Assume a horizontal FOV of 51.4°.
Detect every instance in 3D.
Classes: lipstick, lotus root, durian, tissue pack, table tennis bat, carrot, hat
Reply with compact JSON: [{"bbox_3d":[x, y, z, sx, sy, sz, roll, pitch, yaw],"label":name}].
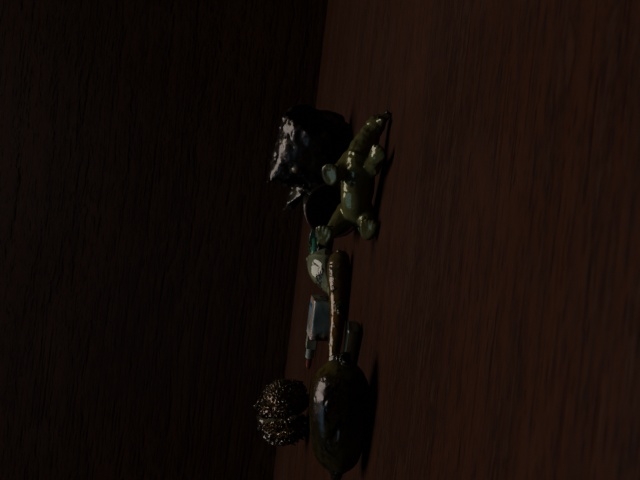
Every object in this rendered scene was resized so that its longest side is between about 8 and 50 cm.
[{"bbox_3d":[-0.028,0.304,1.871,0.030,0.030,0.129,-102,20,-76],"label":"lipstick"},{"bbox_3d":[0.025,0.243,0.929,0.081,0.089,0.179,-1,-85,-51],"label":"lotus root"},{"bbox_3d":[-0.094,0.475,1.841,0.196,0.167,0.195,166,90,-70],"label":"durian"},{"bbox_3d":[0.002,0.173,1.500,0.074,0.059,0.094,-120,37,-78],"label":"tissue pack"},{"bbox_3d":[0.037,0.274,1.153,0.173,0.023,0.300,-92,9,-66],"label":"table tennis bat"},{"bbox_3d":[0.032,0.140,1.294,0.049,0.049,0.254,116,158,-77],"label":"carrot"},{"bbox_3d":[0.014,0.083,1.442,0.166,0.081,0.122,-104,17,-49],"label":"hat"}]

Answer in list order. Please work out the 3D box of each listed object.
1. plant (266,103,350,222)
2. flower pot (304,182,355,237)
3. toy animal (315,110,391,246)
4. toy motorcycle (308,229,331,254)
[{"bbox_3d":[-0.034,-0.188,1.661,0.198,0.189,0.275,-88,7,-55],"label":"plant"},{"bbox_3d":[0.028,-0.051,1.298,0.089,0.112,0.111,54,-139,-78],"label":"flower pot"},{"bbox_3d":[0.062,-0.096,1.061,0.101,0.103,0.218,-44,-38,-58],"label":"toy animal"},{"bbox_3d":[0.000,0.000,1.817,0.173,0.058,0.100,-102,26,-72],"label":"toy motorcycle"}]
